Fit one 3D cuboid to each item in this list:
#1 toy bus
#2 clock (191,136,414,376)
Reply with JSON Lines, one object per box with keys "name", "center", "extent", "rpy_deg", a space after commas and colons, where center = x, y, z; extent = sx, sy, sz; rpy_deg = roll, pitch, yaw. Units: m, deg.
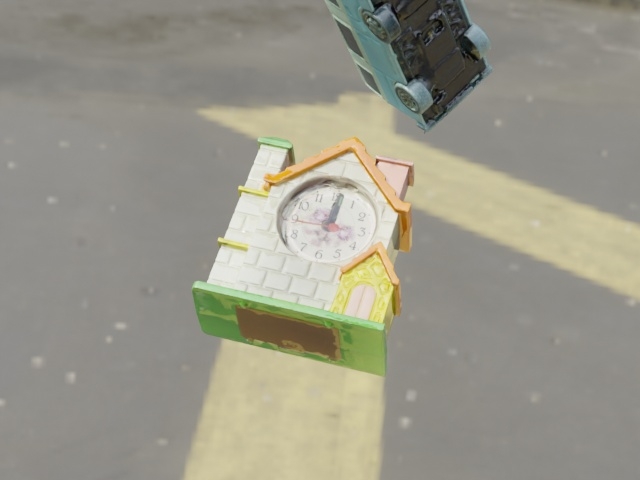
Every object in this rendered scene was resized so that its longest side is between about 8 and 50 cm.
{"name": "toy bus", "center": [0.088, -0.283, 1.841], "extent": [0.133, 0.271, 0.165], "rpy_deg": [-43, 48, -13]}
{"name": "clock", "center": [0.000, 0.000, 1.722], "extent": [0.220, 0.106, 0.255], "rpy_deg": [12, 59, 11]}
